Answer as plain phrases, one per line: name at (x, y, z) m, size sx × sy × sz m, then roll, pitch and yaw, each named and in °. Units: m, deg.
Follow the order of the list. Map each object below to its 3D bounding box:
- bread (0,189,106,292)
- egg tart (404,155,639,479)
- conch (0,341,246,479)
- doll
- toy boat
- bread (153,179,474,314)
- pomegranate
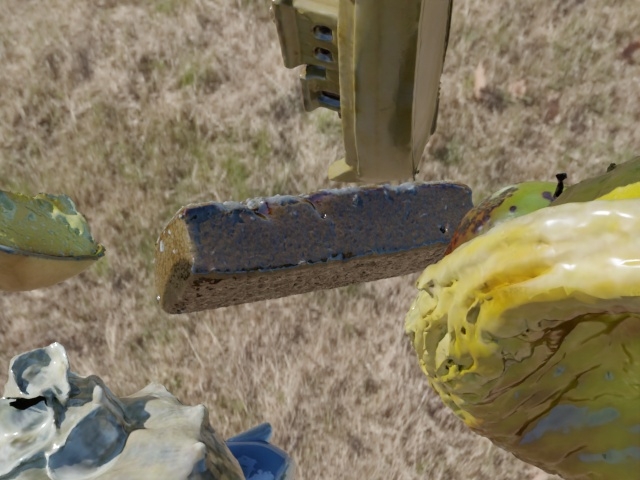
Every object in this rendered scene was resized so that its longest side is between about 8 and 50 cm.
bread at (-0.464, 0.002, 1.322) m, size 0.133 × 0.251 × 0.174 m, roll -44°, pitch 66°, yaw 18°
egg tart at (0.183, 0.042, 0.414) m, size 0.294 × 0.295 × 0.116 m, roll 17°, pitch 61°, yaw 7°
conch at (-0.126, 0.203, 0.468) m, size 0.210 × 0.159 × 0.291 m, roll -17°, pitch 87°, yaw -11°
doll at (-0.120, 0.274, 1.070) m, size 0.241 × 0.099 × 0.135 m, roll 21°, pitch 87°, yaw 13°
toy boat at (0.015, -0.089, 0.377) m, size 0.072 × 0.206 × 0.064 m, roll 19°, pitch 63°, yaw 12°
bread at (0.000, 0.000, 1.135) m, size 0.416 × 0.165 × 0.113 m, roll -7°, pitch 76°, yaw -29°
pomegranate at (0.205, 0.050, 0.846) m, size 0.198 × 0.198 × 0.246 m, roll 22°, pitch 35°, yaw 10°
